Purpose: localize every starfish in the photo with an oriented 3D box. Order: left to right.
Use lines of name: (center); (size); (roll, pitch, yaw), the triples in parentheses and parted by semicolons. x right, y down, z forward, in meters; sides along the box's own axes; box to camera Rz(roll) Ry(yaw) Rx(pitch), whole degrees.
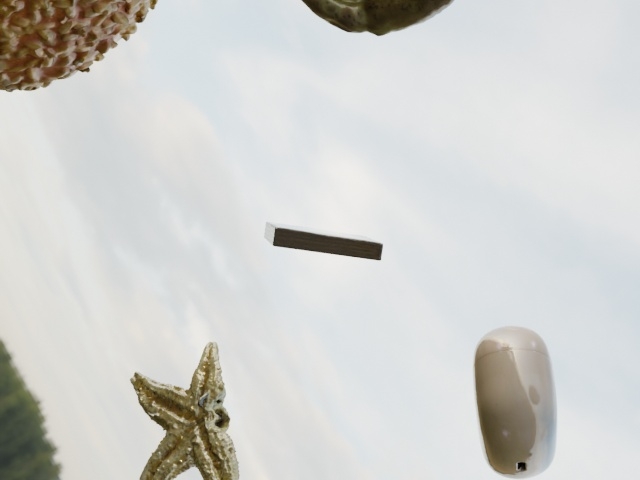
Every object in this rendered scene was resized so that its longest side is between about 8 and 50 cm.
starfish: (-0.152, 0.221, 1.274); (0.050, 0.138, 0.247); (38, 32, -42)

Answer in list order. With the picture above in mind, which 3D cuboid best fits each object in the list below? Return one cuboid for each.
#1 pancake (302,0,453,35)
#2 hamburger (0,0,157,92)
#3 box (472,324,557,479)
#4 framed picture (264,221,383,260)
pancake: (0.049, -0.317, 1.123); (0.031, 0.250, 0.250); (-71, 150, -53)
hamburger: (-0.289, -0.282, 0.961); (0.330, 0.330, 0.250); (104, -27, -64)
box: (0.213, 0.179, 1.291); (0.200, 0.088, 0.146); (74, 12, -58)
framed picture: (0.000, 0.000, 1.424); (0.168, 0.128, 0.023); (-152, -109, -83)
